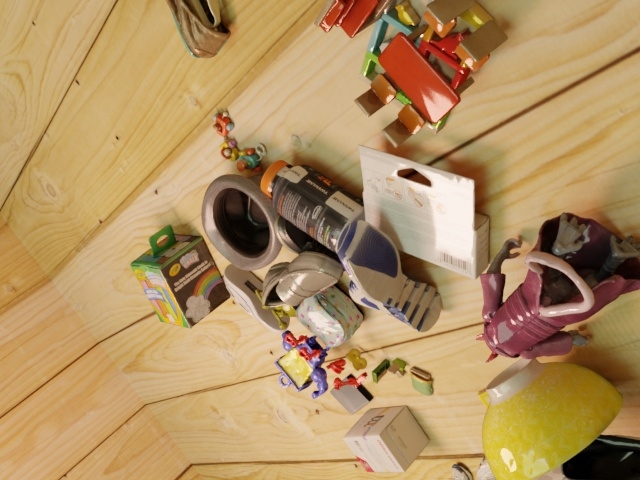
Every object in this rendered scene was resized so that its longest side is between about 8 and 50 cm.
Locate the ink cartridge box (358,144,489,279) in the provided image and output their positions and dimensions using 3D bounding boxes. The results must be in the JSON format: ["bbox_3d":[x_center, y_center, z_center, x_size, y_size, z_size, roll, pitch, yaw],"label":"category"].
[{"bbox_3d":[0.205,-0.069,1.479,0.275,0.060,0.239,23,136,35],"label":"ink cartridge box"}]

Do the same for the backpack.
[{"bbox_3d":[0.016,0.180,1.873,0.182,0.115,0.152,42,142,6],"label":"backpack"}]

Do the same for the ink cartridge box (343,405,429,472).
[{"bbox_3d":[0.179,0.543,2.015,0.128,0.127,0.176,56,145,-7],"label":"ink cartridge box"}]

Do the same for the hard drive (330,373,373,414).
[{"bbox_3d":[0.088,0.442,2.116,0.094,0.022,0.135,46,145,7],"label":"hard drive"}]

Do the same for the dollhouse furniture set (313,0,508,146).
[{"bbox_3d":[0.127,-0.308,1.221,0.259,0.135,0.262,48,145,2],"label":"dollhouse furniture set"}]

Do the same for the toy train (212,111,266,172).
[{"bbox_3d":[-0.210,-0.231,1.803,0.166,0.046,0.125,39,144,16],"label":"toy train"}]

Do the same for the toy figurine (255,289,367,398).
[{"bbox_3d":[-0.075,0.305,1.960,0.362,0.191,0.217,47,119,14],"label":"toy figurine"}]

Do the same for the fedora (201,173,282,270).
[{"bbox_3d":[-0.167,-0.066,1.839,0.243,0.124,0.275,42,140,10],"label":"fedora"}]

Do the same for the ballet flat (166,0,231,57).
[{"bbox_3d":[-0.296,-0.554,1.559,0.124,0.116,0.342,-20,108,33],"label":"ballet flat"}]

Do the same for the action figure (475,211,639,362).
[{"bbox_3d":[0.392,0.129,1.292,0.248,0.276,0.370,39,130,5],"label":"action figure"}]

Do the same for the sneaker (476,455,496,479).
[{"bbox_3d":[0.448,0.531,1.743,0.115,0.090,0.232,34,143,16],"label":"sneaker"}]

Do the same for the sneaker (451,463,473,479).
[{"bbox_3d":[0.375,0.656,1.964,0.052,0.058,0.135,3,123,47],"label":"sneaker"}]

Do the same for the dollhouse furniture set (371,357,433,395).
[{"bbox_3d":[0.207,0.354,1.869,0.151,0.058,0.076,21,137,35],"label":"dollhouse furniture set"}]

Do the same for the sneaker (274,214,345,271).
[{"bbox_3d":[0.000,0.000,1.730,0.118,0.083,0.222,-13,139,45],"label":"sneaker"}]

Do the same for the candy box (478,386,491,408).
[{"bbox_3d":[0.447,0.396,1.627,0.105,0.027,0.206,-33,97,24],"label":"candy box"}]

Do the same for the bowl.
[{"bbox_3d":[0.411,0.317,1.419,0.156,0.289,0.289,54,146,6],"label":"bowl"}]

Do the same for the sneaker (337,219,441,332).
[{"bbox_3d":[0.112,0.086,1.622,0.182,0.127,0.315,11,153,50],"label":"sneaker"}]

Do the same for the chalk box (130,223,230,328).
[{"bbox_3d":[-0.439,0.094,2.245,0.179,0.180,0.289,3,123,46],"label":"chalk box"}]

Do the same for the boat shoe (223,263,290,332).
[{"bbox_3d":[-0.182,0.174,2.122,0.258,0.095,0.084,48,151,21],"label":"boat shoe"}]

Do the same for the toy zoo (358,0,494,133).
[{"bbox_3d":[0.179,-0.345,1.276,0.192,0.030,0.293,40,144,15],"label":"toy zoo"}]

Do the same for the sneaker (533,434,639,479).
[{"bbox_3d":[0.514,0.457,1.442,0.257,0.169,0.447,25,143,-24],"label":"sneaker"}]

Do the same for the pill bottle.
[{"bbox_3d":[-0.018,-0.085,1.649,0.245,0.130,0.130,35,142,21],"label":"pill bottle"}]

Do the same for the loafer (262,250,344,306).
[{"bbox_3d":[-0.047,0.101,1.729,0.112,0.112,0.319,29,157,-18],"label":"loafer"}]
